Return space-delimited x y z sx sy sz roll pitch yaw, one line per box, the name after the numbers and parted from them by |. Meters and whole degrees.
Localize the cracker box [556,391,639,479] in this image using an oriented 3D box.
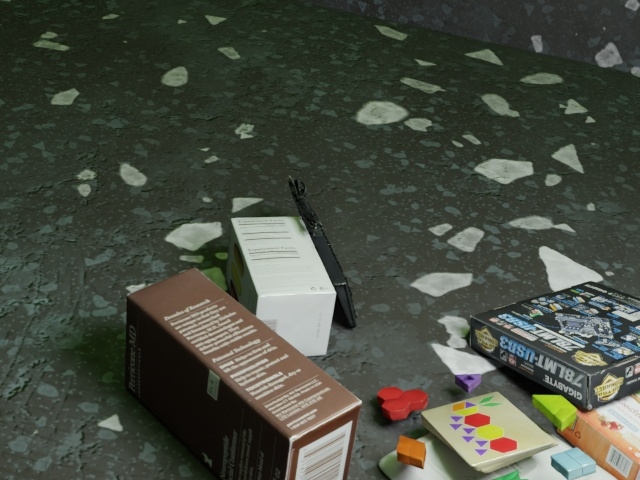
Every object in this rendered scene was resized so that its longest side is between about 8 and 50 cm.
0.517 0.291 1.632 0.232 0.067 0.156 -16 39 -33 | cracker box

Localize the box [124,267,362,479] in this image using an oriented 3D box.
-0.126 0.222 1.488 0.143 0.191 0.381 -21 42 -37 | box

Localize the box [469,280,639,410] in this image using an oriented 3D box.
0.459 0.167 1.741 0.293 0.073 0.296 -15 21 -28 | box

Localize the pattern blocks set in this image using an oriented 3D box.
0.243 0.282 1.510 0.286 0.026 0.325 -9 20 -9 | pattern blocks set

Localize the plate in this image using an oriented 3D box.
0.275 0.344 1.520 0.278 0.045 0.277 -22 43 -37 | plate

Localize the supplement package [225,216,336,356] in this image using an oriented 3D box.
-0.076 0.077 1.773 0.134 0.139 0.244 -2 33 -16 | supplement package

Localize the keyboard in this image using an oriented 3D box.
0.000 0.000 1.860 0.033 0.201 0.317 -23 37 -2 | keyboard
